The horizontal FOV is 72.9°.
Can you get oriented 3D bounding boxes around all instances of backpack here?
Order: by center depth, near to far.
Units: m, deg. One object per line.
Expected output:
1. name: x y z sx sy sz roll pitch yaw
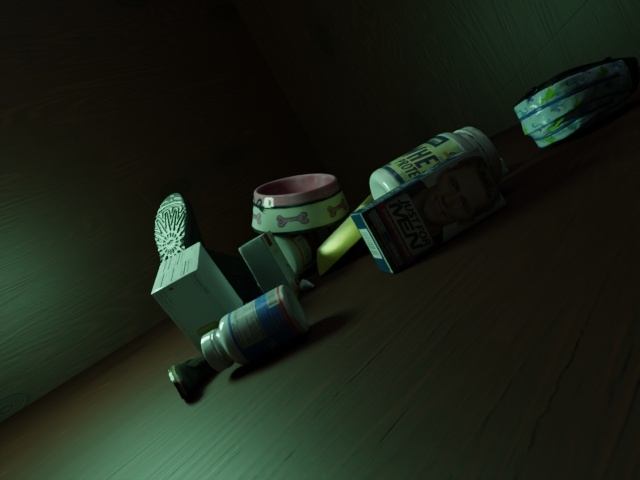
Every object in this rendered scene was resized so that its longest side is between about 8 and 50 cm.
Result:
1. backpack: 0.847 -0.468 1.482 0.356 0.273 0.290 -8 -1 -24

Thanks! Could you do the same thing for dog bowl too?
1. dog bowl: -0.089 -0.159 1.752 0.409 0.150 0.408 -8 21 3

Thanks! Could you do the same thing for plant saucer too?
1. plant saucer: 0.117 -0.046 1.598 0.333 0.081 0.333 -46 -1 20

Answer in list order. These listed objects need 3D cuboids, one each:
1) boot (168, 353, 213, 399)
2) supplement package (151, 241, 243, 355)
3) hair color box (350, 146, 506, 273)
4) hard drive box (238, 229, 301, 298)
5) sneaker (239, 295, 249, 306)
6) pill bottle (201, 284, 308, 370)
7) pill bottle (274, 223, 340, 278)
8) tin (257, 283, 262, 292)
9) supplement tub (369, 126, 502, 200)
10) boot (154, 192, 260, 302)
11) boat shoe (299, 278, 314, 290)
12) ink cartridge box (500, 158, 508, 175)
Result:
1. boot: -0.284 0.303 1.047 0.137 0.076 0.198 -25 6 -13
2. supplement package: -0.356 0.175 1.306 0.145 0.261 0.204 -30 25 0
3. hair color box: 0.272 -0.078 1.100 0.347 0.173 0.105 -31 6 -8
4. hard drive box: -0.162 0.094 1.440 0.089 0.232 0.181 -29 6 5
5. sneaker: -0.300 0.256 1.529 0.082 0.069 0.209 -32 5 8
6. pill bottle: -0.148 0.202 0.974 0.222 0.124 0.124 -29 6 6
7. pill bottle: -0.083 0.010 1.833 0.224 0.224 0.392 -25 7 37
8. tin: -0.305 0.230 1.952 0.106 0.040 0.190 -26 5 -2
9. supplement tub: 0.337 -0.171 1.282 0.325 0.235 0.235 -30 6 -6
10. boot: -0.408 0.053 1.652 0.146 0.366 0.445 -16 -19 23
11. boat shoe: -0.049 0.150 1.424 0.035 0.035 0.100 -58 16 -10
12. ink cartridge box: 0.576 -0.232 1.537 0.099 0.056 0.135 -32 7 -15
